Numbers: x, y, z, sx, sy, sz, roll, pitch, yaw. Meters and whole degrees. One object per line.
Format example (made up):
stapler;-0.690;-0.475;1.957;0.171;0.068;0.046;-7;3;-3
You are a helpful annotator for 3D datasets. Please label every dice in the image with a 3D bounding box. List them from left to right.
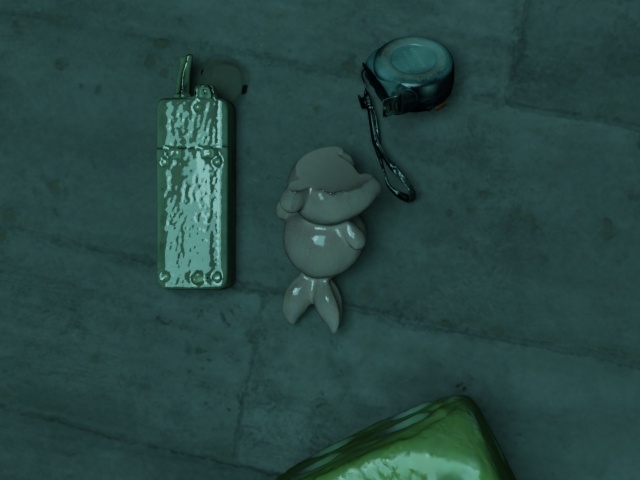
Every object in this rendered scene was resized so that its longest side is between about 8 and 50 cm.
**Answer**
dice;0.106;0.329;1.252;0.251;0.250;0.255;-27;88;8

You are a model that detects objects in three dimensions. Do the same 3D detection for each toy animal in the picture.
toy animal;0.002;-0.001;1.348;0.124;0.124;0.213;14;125;8

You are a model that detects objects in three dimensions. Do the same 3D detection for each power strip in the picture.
power strip;-0.153;-0.083;1.384;0.093;0.053;0.288;1;90;10

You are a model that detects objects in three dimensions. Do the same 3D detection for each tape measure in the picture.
tape measure;0.110;-0.148;1.354;0.107;0.104;0.180;-17;123;-14
